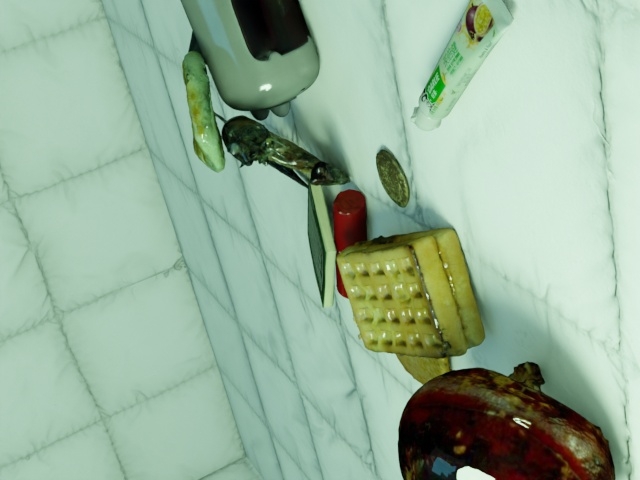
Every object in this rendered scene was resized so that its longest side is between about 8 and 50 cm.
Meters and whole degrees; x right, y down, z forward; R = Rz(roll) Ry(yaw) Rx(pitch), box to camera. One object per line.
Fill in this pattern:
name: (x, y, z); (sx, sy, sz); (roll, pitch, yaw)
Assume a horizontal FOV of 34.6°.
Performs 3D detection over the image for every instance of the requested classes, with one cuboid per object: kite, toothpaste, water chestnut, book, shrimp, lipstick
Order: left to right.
kite: (-0.138, -0.206, 2.263); (0.314, 0.011, 0.335); (39, -171, 3)
shrimp: (-0.073, -0.157, 1.944); (0.272, 0.085, 0.445); (25, -174, 1)
book: (0.000, 0.000, 2.205); (0.264, 0.027, 0.202); (92, 166, -61)
lipstick: (0.062, 0.015, 2.101); (0.073, 0.073, 0.280); (52, 158, 37)
toothpaste: (0.196, -0.247, 1.441); (0.058, 0.056, 0.314); (24, 153, -1)
water chestnut: (0.286, 0.318, 1.561); (0.350, 0.302, 0.350); (22, 145, 16)

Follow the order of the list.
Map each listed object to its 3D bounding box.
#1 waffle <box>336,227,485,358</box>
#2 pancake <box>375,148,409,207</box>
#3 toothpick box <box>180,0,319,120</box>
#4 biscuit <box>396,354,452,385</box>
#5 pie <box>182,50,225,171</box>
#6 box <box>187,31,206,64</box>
waffle: (0.153, 0.097, 1.842); (0.327, 0.098, 0.224); (-10, 98, 67)
pancake: (0.128, -0.111, 1.848); (0.115, 0.011, 0.115); (54, 158, 33)
toothpick box: (-0.132, -0.377, 1.919); (0.229, 0.229, 0.316); (18, 131, 66)
biscuit: (0.181, 0.176, 2.022); (0.254, 0.035, 0.254); (52, 157, 33)
pie: (-0.218, -0.230, 1.897); (0.240, 0.054, 0.241); (169, 90, -83)
box: (-0.214, -0.452, 2.157); (0.201, 0.090, 0.145); (161, 119, -72)
